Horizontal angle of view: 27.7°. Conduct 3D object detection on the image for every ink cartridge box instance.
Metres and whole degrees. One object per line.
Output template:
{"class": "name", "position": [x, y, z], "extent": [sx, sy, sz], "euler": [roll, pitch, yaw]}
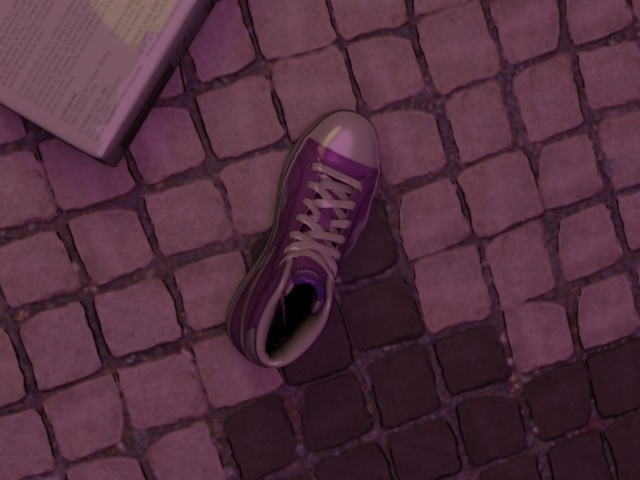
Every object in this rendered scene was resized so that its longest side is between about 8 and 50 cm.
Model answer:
{"class": "ink cartridge box", "position": [-0.290, -0.298, 1.267], "extent": [0.385, 0.091, 0.308], "euler": [31, 88, 3]}

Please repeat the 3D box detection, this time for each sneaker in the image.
{"class": "sneaker", "position": [0.001, 0.001, 1.306], "extent": [0.102, 0.161, 0.282], "euler": [21, 89, -13]}
